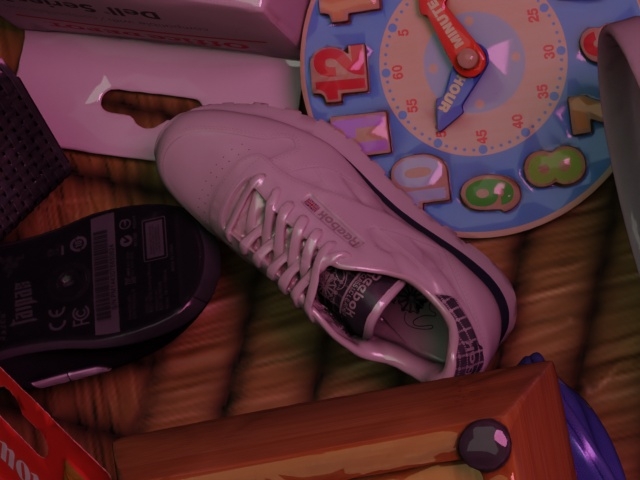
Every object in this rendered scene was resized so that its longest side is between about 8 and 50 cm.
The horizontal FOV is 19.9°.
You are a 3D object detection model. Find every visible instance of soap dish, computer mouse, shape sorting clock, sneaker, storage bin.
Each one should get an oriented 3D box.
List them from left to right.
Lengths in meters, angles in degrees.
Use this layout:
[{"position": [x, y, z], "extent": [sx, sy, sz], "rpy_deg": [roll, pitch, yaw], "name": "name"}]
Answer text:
[{"position": [-0.248, -0.081, 1.091], "extent": [0.180, 0.122, 0.084], "rpy_deg": [34, 71, 33], "name": "storage bin"}, {"position": [-0.186, 0.018, 1.122], "extent": [0.262, 0.060, 0.184], "rpy_deg": [-18, 55, 6], "name": "computer mouse"}, {"position": [0.000, 0.000, 1.027], "extent": [0.235, 0.095, 0.090], "rpy_deg": [31, 118, 12], "name": "sneaker"}, {"position": [0.023, 0.217, 0.866], "extent": [0.229, 0.118, 0.291], "rpy_deg": [-11, 81, 8], "name": "soap dish"}, {"position": [0.089, -0.104, 1.059], "extent": [0.206, 0.040, 0.206], "rpy_deg": [1, 94, 14], "name": "shape sorting clock"}]

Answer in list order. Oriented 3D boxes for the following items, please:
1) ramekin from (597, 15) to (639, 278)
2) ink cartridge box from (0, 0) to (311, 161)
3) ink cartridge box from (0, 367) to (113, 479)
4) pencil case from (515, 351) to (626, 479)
[{"position": [0.222, -0.024, 0.945], "extent": [0.109, 0.207, 0.207], "rpy_deg": [-14, 76, 3], "name": "ramekin"}, {"position": [-0.094, -0.230, 1.107], "extent": [0.207, 0.119, 0.353], "rpy_deg": [7, 82, 15], "name": "ink cartridge box"}, {"position": [-0.194, 0.165, 1.005], "extent": [0.056, 0.225, 0.181], "rpy_deg": [-27, 52, -36], "name": "ink cartridge box"}, {"position": [0.028, 0.188, 0.994], "extent": [0.306, 0.133, 0.119], "rpy_deg": [-32, 39, 6], "name": "pencil case"}]
